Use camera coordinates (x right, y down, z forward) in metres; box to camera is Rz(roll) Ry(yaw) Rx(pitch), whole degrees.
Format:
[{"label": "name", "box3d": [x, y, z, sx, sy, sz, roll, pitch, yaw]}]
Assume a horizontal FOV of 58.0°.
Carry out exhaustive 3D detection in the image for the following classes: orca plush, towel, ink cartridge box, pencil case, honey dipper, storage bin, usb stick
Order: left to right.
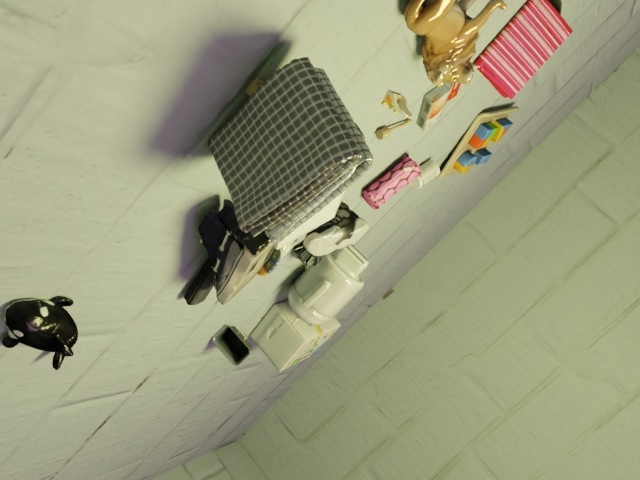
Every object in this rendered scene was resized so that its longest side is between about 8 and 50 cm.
[{"label": "orca plush", "box3d": [-0.560, 0.216, 1.201, 0.151, 0.102, 0.287, -31, 159, -32]}, {"label": "usb stick", "box3d": [-0.280, 0.070, 1.541, 0.077, 0.045, 0.278, -13, 146, -55]}, {"label": "storage bin", "box3d": [-0.298, 0.360, 2.047, 0.098, 0.135, 0.091, -45, 173, 7]}, {"label": "towel", "box3d": [-0.071, -0.163, 1.077, 0.283, 0.235, 0.121, -37, 160, 24]}, {"label": "ink cartridge box", "box3d": [-0.099, 0.362, 2.334, 0.198, 0.197, 0.270, -52, 159, 27]}, {"label": "pencil case", "box3d": [0.240, -0.195, 1.946, 0.209, 0.095, 0.098, -41, -167, -6]}, {"label": "honey dipper", "box3d": [0.219, -0.330, 1.695, 0.160, 0.030, 0.030, -30, 158, -42]}, {"label": "ink cartridge box", "box3d": [0.382, -0.432, 1.775, 0.179, 0.045, 0.145, -35, 161, -15]}, {"label": "towel", "box3d": [0.616, -0.589, 1.767, 0.198, 0.031, 0.275, 30, 111, -32]}]

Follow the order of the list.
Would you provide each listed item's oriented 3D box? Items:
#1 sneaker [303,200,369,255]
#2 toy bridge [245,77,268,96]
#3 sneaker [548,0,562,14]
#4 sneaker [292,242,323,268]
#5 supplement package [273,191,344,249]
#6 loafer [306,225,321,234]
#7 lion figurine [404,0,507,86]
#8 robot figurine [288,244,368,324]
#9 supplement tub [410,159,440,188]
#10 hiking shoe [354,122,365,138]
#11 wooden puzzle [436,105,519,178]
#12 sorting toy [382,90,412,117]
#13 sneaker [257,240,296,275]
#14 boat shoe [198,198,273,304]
[{"label": "sneaker", "box3d": [0.016, -0.049, 1.711, 0.268, 0.153, 0.101, -16, 149, -48]}, {"label": "toy bridge", "box3d": [-0.080, -0.293, 1.159, 0.063, 0.026, 0.188, -48, 161, 15]}, {"label": "sneaker", "box3d": [0.698, -0.666, 1.843, 0.130, 0.087, 0.228, -61, 163, -53]}, {"label": "sneaker", "box3d": [0.001, 0.002, 1.901, 0.163, 0.086, 0.226, -30, 160, -40]}, {"label": "supplement package", "box3d": [-0.048, -0.140, 1.384, 0.204, 0.145, 0.262, -30, 158, -32]}, {"label": "loafer", "box3d": [0.008, -0.061, 1.831, 0.148, 0.050, 0.056, -39, 162, -11]}, {"label": "lion figurine", "box3d": [0.275, -0.498, 1.305, 0.240, 0.142, 0.392, -42, 149, 24]}, {"label": "robot figurine", "box3d": [0.019, 0.171, 2.140, 0.353, 0.200, 0.300, -48, 169, 15]}, {"label": "supplement tub", "box3d": [0.386, -0.247, 2.158, 0.107, 0.071, 0.071, -33, 160, -24]}, {"label": "hiking shoe", "box3d": [0.043, -0.217, 1.531, 0.114, 0.086, 0.227, -21, 150, -18]}, {"label": "wooden puzzle", "box3d": [0.655, -0.390, 2.372, 0.322, 0.080, 0.348, -22, 153, -47]}, {"label": "sorting toy", "box3d": [0.211, -0.355, 1.541, 0.045, 0.075, 0.083, -51, 160, 24]}, {"label": "sneaker", "box3d": [-0.098, -0.036, 1.629, 0.296, 0.112, 0.131, -47, -178, 12]}, {"label": "boat shoe", "box3d": [-0.226, 0.029, 1.412, 0.127, 0.158, 0.340, -44, 175, -37]}]
